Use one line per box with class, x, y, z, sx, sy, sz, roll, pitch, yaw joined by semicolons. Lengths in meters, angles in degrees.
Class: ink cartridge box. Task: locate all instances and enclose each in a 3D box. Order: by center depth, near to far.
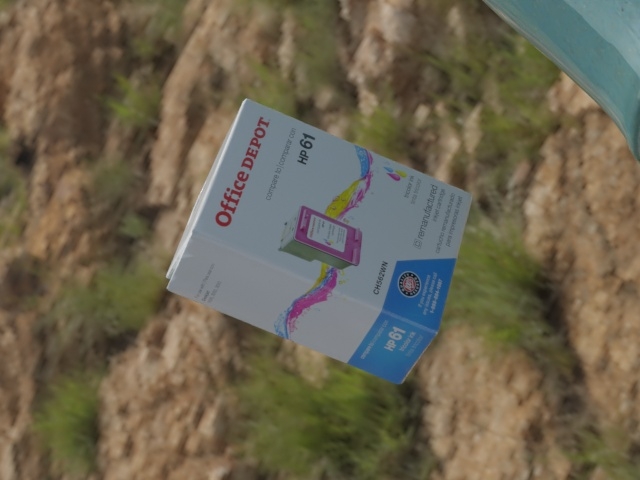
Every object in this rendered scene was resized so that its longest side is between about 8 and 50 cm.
ink cartridge box;0.000;0.000;0.734;0.052;0.122;0.089;118;172;-52

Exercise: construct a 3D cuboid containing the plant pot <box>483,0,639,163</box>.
plant pot;0.158;-0.175;0.629;0.271;0.271;0.255;-41;59;32
